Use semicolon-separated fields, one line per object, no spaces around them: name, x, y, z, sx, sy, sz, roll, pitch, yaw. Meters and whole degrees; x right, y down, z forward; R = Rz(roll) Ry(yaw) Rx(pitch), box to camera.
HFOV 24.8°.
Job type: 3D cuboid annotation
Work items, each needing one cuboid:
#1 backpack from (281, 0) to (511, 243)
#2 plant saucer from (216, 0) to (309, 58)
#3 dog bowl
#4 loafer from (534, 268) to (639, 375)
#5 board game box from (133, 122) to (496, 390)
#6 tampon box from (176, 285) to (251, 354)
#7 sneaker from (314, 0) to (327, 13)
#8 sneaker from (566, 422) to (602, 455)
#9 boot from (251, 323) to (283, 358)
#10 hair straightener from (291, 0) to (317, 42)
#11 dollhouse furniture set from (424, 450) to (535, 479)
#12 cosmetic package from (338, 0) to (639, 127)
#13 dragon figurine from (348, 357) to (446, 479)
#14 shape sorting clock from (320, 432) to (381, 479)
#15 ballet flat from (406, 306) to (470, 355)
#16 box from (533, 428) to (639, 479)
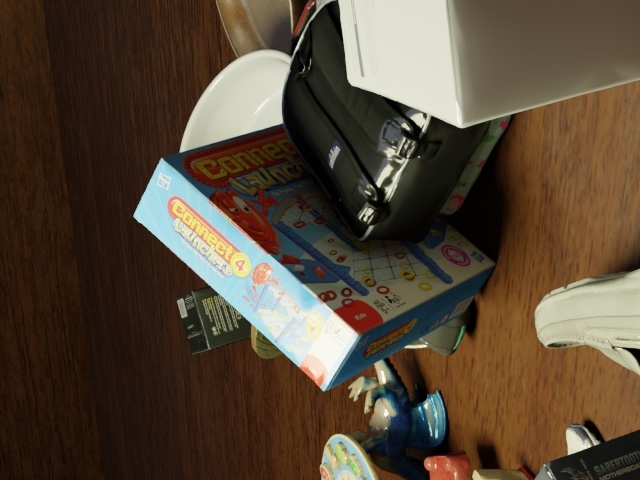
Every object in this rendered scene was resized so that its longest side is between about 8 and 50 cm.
backpack;0.074;-0.148;1.632;0.253;0.191;0.225;51;131;33
plant saucer;-0.086;-0.375;2.106;0.310;0.050;0.311;49;147;48
dog bowl;-0.070;-0.120;1.981;0.265;0.104;0.265;-19;62;41
loafer;0.300;0.082;1.360;0.319;0.112;0.111;154;107;-69
board game box;0.000;0.000;1.665;0.302;0.308;0.086;41;123;18
tampon box;-0.142;0.118;2.448;0.120;0.161;0.101;-26;81;68
sneaker;0.043;-0.296;1.782;0.115;0.105;0.281;64;147;38
sneaker;0.288;0.270;1.603;0.052;0.058;0.135;171;84;-69
boot;-0.100;0.029;2.349;0.269;0.089;0.236;41;117;53
hair straightener;0.028;-0.301;1.896;0.089;0.047;0.230;47;148;9
dollhouse furniture set;0.196;0.424;1.887;0.201;0.152;0.374;48;130;50
cosmetic package;0.163;-0.211;1.334;0.224;0.224;0.138;33;135;60
dragon figurine;0.116;0.239;1.983;0.085;0.144;0.289;-168;83;-69
shape sorting clock;0.044;0.357;1.927;0.206;0.040;0.206;37;133;54
ballet flat;0.075;0.083;1.878;0.280;0.095;0.096;21;119;47
box;0.279;0.264;1.447;0.233;0.183;0.059;104;144;-55
